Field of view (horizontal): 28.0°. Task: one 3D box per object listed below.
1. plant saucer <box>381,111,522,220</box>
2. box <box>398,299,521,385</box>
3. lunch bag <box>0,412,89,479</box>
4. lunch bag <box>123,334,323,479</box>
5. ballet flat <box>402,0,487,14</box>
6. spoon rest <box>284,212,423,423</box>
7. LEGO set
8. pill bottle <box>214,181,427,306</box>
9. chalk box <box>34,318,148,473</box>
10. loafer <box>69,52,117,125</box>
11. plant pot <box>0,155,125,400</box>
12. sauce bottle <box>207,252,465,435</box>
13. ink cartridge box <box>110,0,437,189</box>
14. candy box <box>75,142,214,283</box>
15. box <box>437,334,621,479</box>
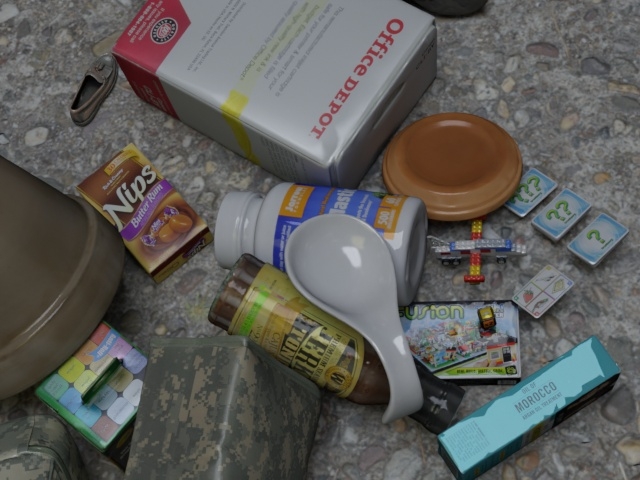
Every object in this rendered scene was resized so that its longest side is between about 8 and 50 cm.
[{"bbox_3d":[0.186,-0.113,1.819,0.200,0.037,0.200,-4,50,5],"label":"plant saucer"},{"bbox_3d":[0.166,0.140,1.745,0.207,0.036,0.114,-2,67,6],"label":"box"},{"bbox_3d":[-0.434,0.384,1.571,0.305,0.212,0.256,-15,23,-1],"label":"lunch bag"},{"bbox_3d":[-0.104,0.270,1.600,0.169,0.287,0.235,-4,64,27],"label":"lunch bag"},{"bbox_3d":[0.135,-0.394,1.959,0.250,0.084,0.058,6,33,12],"label":"ballet flat"},{"bbox_3d":[0.053,0.086,1.594,0.137,0.084,0.276,-20,72,-20],"label":"spoon rest"},{"bbox_3d":[0.272,0.007,1.753,0.244,0.060,0.182,-41,56,-15],"label":"LEGO set"},{"bbox_3d":[0.000,0.000,1.755,0.272,0.152,0.152,7,69,15],"label":"pill bottle"},{"bbox_3d":[-0.271,0.202,1.675,0.132,0.213,0.132,36,75,20],"label":"chalk box"},{"bbox_3d":[-0.347,-0.236,1.961,0.045,0.039,0.125,17,71,14],"label":"loafer"},{"bbox_3d":[-0.466,0.005,1.678,0.323,0.280,0.323,-24,37,20],"label":"plant pot"},{"bbox_3d":[0.024,0.140,1.669,0.344,0.111,0.111,28,73,4],"label":"sauce bottle"},{"bbox_3d":[-0.060,-0.262,1.872,0.385,0.160,0.279,30,74,18],"label":"ink cartridge box"},{"bbox_3d":[-0.256,-0.041,1.863,0.109,0.053,0.186,-40,67,-9],"label":"candy box"},{"bbox_3d":[0.268,0.222,1.664,0.244,0.100,0.060,-32,69,-6],"label":"box"}]
